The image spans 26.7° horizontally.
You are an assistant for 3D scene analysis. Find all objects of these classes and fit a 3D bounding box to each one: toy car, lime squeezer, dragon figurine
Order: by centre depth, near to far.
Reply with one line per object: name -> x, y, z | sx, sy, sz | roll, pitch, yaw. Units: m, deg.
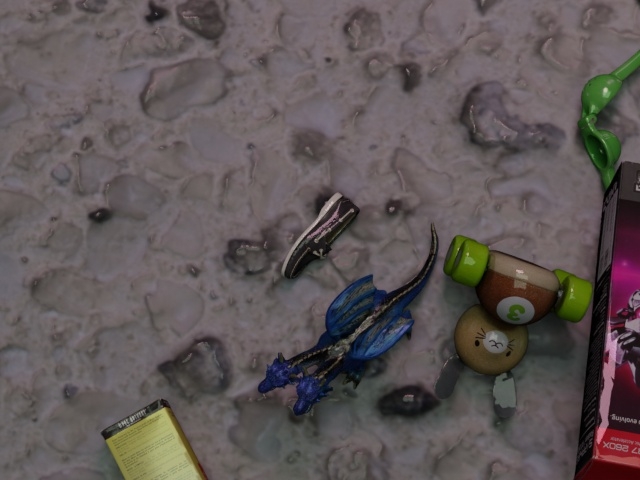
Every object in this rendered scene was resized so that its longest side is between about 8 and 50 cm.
toy car -> 0.204, 0.108, 1.574 | 0.155, 0.149, 0.188 | 19, 94, -3
dragon figurine -> 0.054, 0.097, 1.576 | 0.289, 0.144, 0.085 | -43, 80, -3
lime squeezer -> 0.363, -0.133, 1.648 | 0.110, 0.059, 0.310 | 14, 80, -26

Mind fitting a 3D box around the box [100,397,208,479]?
box -> -0.168, 0.308, 1.601 | 0.087, 0.058, 0.232 | -30, 79, -1

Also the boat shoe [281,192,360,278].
boat shoe -> 0.000, 0.000, 1.649 | 0.038, 0.046, 0.125 | 35, 76, 14

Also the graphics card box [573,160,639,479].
graphics card box -> 0.418, 0.106, 1.492 | 0.233, 0.094, 0.370 | 11, 63, 3
